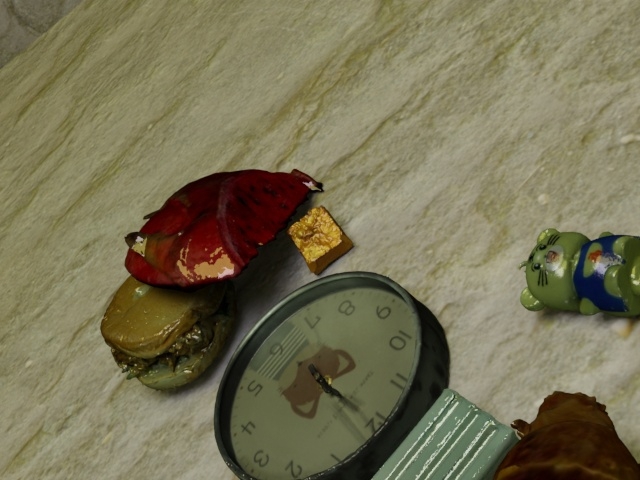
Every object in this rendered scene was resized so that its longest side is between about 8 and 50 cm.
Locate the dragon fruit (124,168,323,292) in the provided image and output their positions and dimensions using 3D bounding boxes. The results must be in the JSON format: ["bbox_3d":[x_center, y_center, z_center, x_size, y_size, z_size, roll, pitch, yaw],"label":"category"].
[{"bbox_3d":[-0.179,-0.030,1.537,0.282,0.100,0.343,-13,20,24],"label":"dragon fruit"}]

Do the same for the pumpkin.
[{"bbox_3d":[0.000,0.000,1.511,0.074,0.054,0.083,-35,57,0],"label":"pumpkin"}]

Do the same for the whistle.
[{"bbox_3d":[0.319,0.037,1.159,0.227,0.085,0.105,3,66,44],"label":"whistle"}]

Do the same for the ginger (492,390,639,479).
[{"bbox_3d":[0.273,0.263,0.892,0.274,0.152,0.357,-35,33,-7],"label":"ginger"}]

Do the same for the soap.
[{"bbox_3d":[0.124,0.268,1.133,0.198,0.063,0.114,-48,39,-6],"label":"soap"}]

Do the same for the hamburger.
[{"bbox_3d":[-0.213,0.113,1.543,0.190,0.122,0.215,-18,38,24],"label":"hamburger"}]

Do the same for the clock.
[{"bbox_3d":[0.006,0.182,1.320,0.325,0.067,0.325,-25,40,23],"label":"clock"}]
